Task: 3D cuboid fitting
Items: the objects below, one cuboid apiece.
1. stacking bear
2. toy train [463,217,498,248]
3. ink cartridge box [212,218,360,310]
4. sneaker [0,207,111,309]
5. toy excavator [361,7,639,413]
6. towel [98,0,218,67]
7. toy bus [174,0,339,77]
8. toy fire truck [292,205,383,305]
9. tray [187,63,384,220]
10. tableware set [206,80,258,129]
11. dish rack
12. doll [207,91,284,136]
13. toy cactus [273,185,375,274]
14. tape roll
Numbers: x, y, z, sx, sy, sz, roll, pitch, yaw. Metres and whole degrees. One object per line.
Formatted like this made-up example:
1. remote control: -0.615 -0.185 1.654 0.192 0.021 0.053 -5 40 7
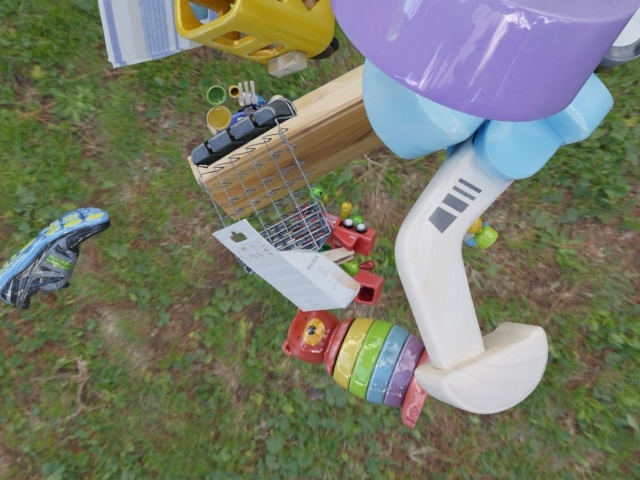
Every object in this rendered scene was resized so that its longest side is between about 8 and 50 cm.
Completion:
1. stacking bear: 0.074 0.212 1.451 0.289 0.164 0.175 21 83 12
2. toy train: 0.303 -0.039 1.561 0.105 0.248 0.143 -45 102 1
3. ink cartridge box: -0.049 0.026 1.053 0.179 0.145 0.045 43 68 -14
4. sneaker: -0.360 0.023 1.062 0.188 0.067 0.078 -39 115 3
5. toy excavator: 0.160 -0.103 0.843 0.433 0.222 0.445 45 78 -11
6. towel: -0.313 -0.467 1.605 0.285 0.209 0.034 -18 63 -15
7. toy bus: -0.036 -0.207 0.708 0.202 0.191 0.104 -2 83 -3
8. toy fire truck: 0.028 0.022 1.300 0.192 0.135 0.047 20 137 15
9. tray: -0.035 -0.190 1.541 0.411 0.203 0.076 -28 66 4
10. tableware set: -0.162 -0.224 1.471 0.104 0.024 0.154 -13 120 -14
11. dish rack: -0.095 -0.085 1.334 0.208 0.074 0.271 -26 89 26
12. doll: -0.160 -0.277 1.748 0.189 0.046 0.129 -30 124 -14
13. toy cactus: 0.000 0.000 1.465 0.181 0.112 0.219 -15 138 18
14. tape roll: 0.106 -0.171 0.509 0.189 0.189 0.080 26 137 1
